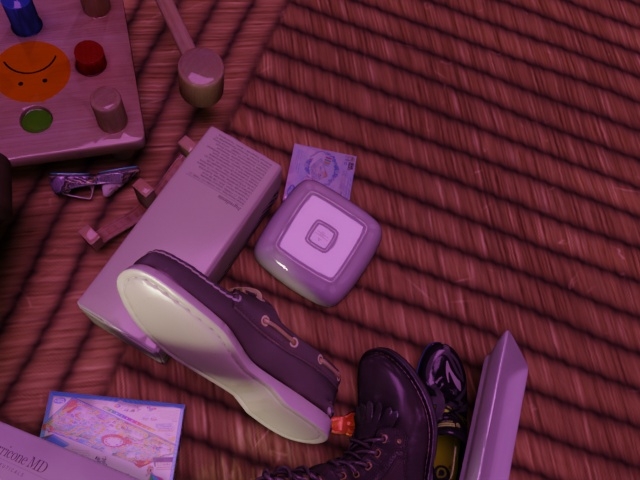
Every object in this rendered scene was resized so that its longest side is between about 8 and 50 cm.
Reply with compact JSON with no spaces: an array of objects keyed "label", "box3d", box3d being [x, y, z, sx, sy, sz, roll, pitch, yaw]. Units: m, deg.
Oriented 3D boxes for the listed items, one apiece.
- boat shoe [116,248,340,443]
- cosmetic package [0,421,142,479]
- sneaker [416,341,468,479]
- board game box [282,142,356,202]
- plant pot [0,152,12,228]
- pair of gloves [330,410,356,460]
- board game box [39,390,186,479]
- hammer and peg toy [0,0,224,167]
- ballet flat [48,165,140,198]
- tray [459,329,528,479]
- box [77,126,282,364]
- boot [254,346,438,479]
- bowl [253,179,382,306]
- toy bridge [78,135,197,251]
[{"label":"boat shoe","box3d":[-0.088,0.108,0.693,0.305,0.109,0.091,47,47,-26]},{"label":"cosmetic package","box3d":[-0.219,0.329,0.497,0.377,0.097,0.284,9,53,28]},{"label":"sneaker","box3d":[0.152,0.214,0.751,0.067,0.078,0.188,7,68,-6]},{"label":"board game box","box3d":[-0.001,-0.083,0.870,0.090,0.020,0.090,12,69,-4]},{"label":"plant pot","box3d":[-0.474,0.062,0.622,0.323,0.323,0.281,-5,86,-10]},{"label":"pair of gloves","box3d":[0.048,0.248,0.760,0.074,0.010,0.083,1,72,-10]},{"label":"board game box","box3d":[-0.238,0.232,0.717,0.154,0.026,0.104,8,69,-5]},{"label":"hammer and peg toy","box3d":[-0.318,-0.227,0.824,0.361,0.127,0.266,-11,70,-12]},{"label":"ballet flat","box3d":[-0.292,-0.074,0.822,0.114,0.041,0.041,-6,71,-10]},{"label":"tray","box3d":[0.192,0.250,0.726,0.030,0.145,0.270,6,65,29]},{"label":"box","box3d":[-0.162,0.004,0.777,0.113,0.094,0.275,31,69,5]},{"label":"boot","box3d":[0.026,0.236,0.642,0.229,0.091,0.263,11,61,-44]},{"label":"bowl","box3d":[0.000,0.000,0.811,0.142,0.053,0.142,34,78,0]},{"label":"toy bridge","box3d":[-0.223,-0.057,0.806,0.026,0.063,0.188,41,71,7]}]
